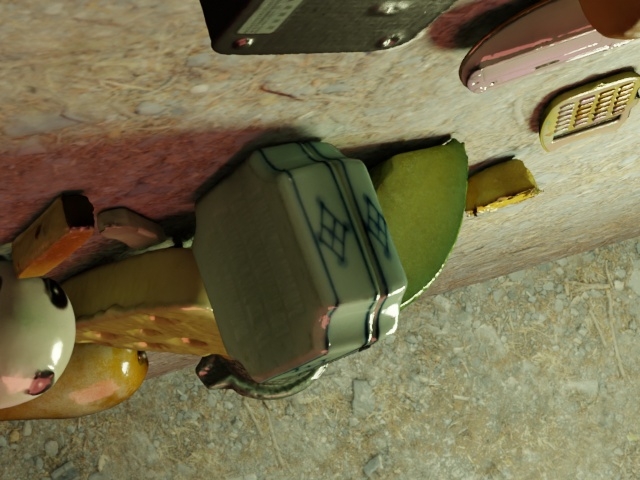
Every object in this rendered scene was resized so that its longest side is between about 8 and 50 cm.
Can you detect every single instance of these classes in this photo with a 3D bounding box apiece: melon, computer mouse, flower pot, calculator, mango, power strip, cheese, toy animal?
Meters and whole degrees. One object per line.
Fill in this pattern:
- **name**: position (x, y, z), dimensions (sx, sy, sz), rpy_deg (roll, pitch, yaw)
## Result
- **melon**: position (0.035, -0.008, 1.417), dimensions (0.226, 0.331, 0.343), rpy_deg (27, 157, -21)
- **computer mouse**: position (0.264, -0.227, 0.990), dimensions (0.245, 0.056, 0.126), rpy_deg (-19, 169, 10)
- **flower pot**: position (-0.117, 0.179, 1.816), dimensions (0.299, 0.299, 0.283), rpy_deg (-14, 165, -16)
- **calculator**: position (0.410, -0.200, 1.399), dimensions (0.157, 0.033, 0.236), rpy_deg (-17, 166, 4)
- **mango**: position (-0.530, 0.262, 1.811), dimensions (0.383, 0.199, 0.221), rpy_deg (-16, 170, 3)
- **power strip**: position (-0.266, -0.014, 1.303), dimensions (0.047, 0.030, 0.191), rpy_deg (-17, 169, 7)
- **cheese**: position (-0.277, 0.116, 1.515), dimensions (0.383, 0.104, 0.384), rpy_deg (2, 161, 1)
- **toy animal**: position (-0.475, 0.139, 1.307), dimensions (0.212, 0.213, 0.266), rpy_deg (-9, 171, -33)

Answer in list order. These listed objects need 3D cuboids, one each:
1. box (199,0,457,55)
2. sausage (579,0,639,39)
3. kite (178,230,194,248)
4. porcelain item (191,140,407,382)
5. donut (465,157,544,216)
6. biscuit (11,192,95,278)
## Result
- **box**: position (0.070, -0.239, 0.661), dimensions (0.211, 0.058, 0.350), rpy_deg (-8, 165, -34)
- **sausage**: position (0.298, -0.253, 0.761), dimensions (0.136, 0.120, 0.241), rpy_deg (-31, 168, -2)
- **kite**: position (-0.202, 0.011, 1.563), dimensions (0.322, 0.013, 0.268), rpy_deg (-20, 170, 4)
- **porcelain item**: position (-0.031, 0.031, 1.218), dimensions (0.157, 0.286, 0.281), rpy_deg (-12, 166, -37)
- **donut**: position (0.325, -0.094, 1.678), dimensions (0.146, 0.078, 0.181), rpy_deg (-20, 175, 20)
- **biscuit**: position (-0.346, -0.005, 1.174), dimensions (0.052, 0.056, 0.188), rpy_deg (-9, 165, -42)
